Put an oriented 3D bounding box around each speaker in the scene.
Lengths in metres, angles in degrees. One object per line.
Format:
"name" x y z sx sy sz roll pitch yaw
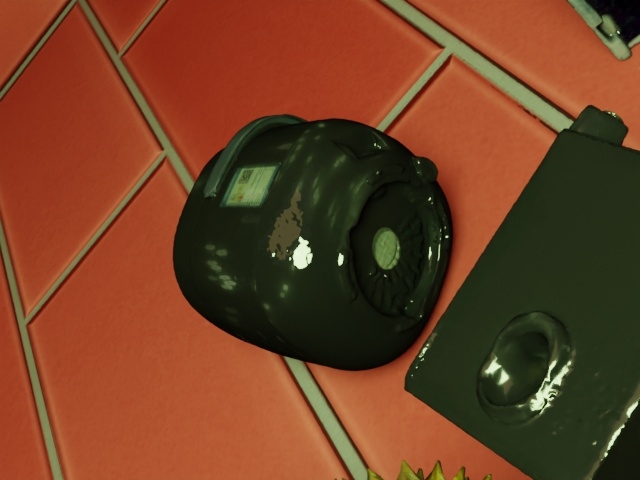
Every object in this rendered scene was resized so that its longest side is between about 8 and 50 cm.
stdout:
"speaker" 0.234 0.070 0.685 0.184 0.232 0.254 30 88 51

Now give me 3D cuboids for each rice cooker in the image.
"rice cooker" 0.000 0.000 0.976 0.224 0.267 0.267 0 64 46

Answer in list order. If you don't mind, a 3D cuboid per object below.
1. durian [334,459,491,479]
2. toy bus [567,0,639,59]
"durian" 0.039 0.305 0.621 0.384 0.347 0.347 -47 34 46
"toy bus" 0.389 -0.413 0.885 0.440 0.209 0.249 -37 40 26
